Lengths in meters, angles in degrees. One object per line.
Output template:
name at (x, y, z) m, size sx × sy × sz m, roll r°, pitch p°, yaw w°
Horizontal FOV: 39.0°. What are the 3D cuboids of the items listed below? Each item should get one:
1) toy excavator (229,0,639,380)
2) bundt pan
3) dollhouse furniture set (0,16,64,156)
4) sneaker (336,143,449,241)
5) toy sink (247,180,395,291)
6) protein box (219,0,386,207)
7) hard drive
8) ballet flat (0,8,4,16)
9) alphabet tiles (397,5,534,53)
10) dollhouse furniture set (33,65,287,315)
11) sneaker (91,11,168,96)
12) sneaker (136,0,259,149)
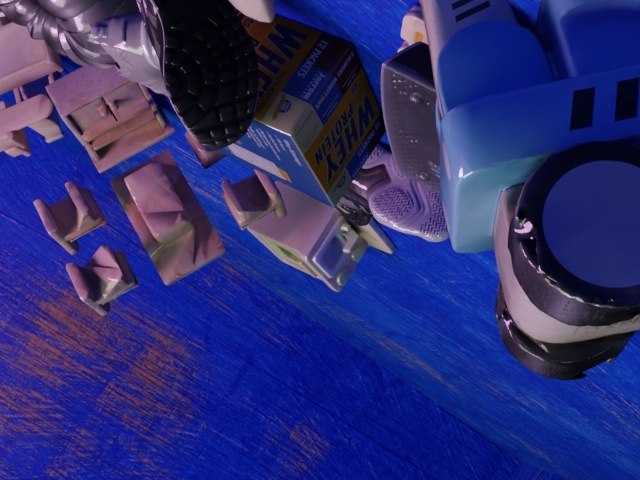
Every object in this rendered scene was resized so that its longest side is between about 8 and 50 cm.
toy excavator at (0.146, -0.131, 0.675) m, size 0.433 × 0.445 × 0.222 m, roll -11°, pitch 159°, yaw 4°
bundt pan at (-0.374, -0.360, 1.269) m, size 0.331 × 0.124 × 0.331 m, roll 30°, pitch 168°, yaw 7°
dollhouse furniture set at (-0.529, -0.293, 1.800) m, size 0.355 × 0.174 × 0.303 m, roll 39°, pitch -148°, yaw -72°
sneaker at (0.095, -0.066, 1.317) m, size 0.269 × 0.101 × 0.153 m, roll 33°, pitch 171°, yaw 27°
toy sink at (0.000, 0.000, 1.742) m, size 0.234 × 0.131 × 0.153 m, roll 23°, pitch 166°, yaw 37°
protein box at (-0.051, -0.173, 1.149) m, size 0.201 × 0.136 × 0.200 m, roll 27°, pitch 167°, yaw 26°
hard drive at (0.148, -0.100, 0.914) m, size 0.172 × 0.054 × 0.254 m, roll 30°, pitch 168°, yaw 17°
ballet flat at (-0.583, -0.447, 1.554) m, size 0.124 × 0.116 × 0.342 m, roll 15°, pitch 168°, yaw -14°
alphabet tiles at (0.205, -0.138, 0.910) m, size 0.284 × 0.021 × 0.278 m, roll 31°, pitch 168°, yaw 8°
dollhouse furniture set at (-0.305, -0.103, 1.619) m, size 0.394 × 0.362 × 0.256 m, roll 58°, pitch 174°, yaw 17°
sneaker at (-0.226, -0.257, 1.226) m, size 0.115 × 0.105 × 0.281 m, roll 6°, pitch 173°, yaw 4°
sneaker at (-0.150, -0.244, 1.033) m, size 0.124 × 0.107 × 0.283 m, roll -162°, pitch 54°, yaw -75°
